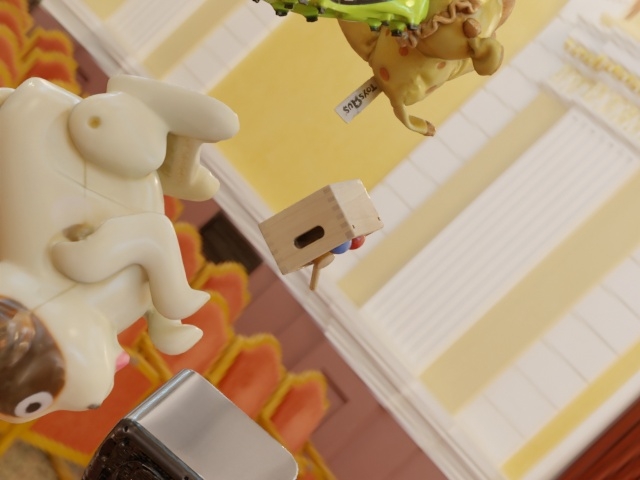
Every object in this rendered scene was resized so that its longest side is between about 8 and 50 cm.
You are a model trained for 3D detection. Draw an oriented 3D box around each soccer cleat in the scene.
[{"bbox_3d":[0.012,-0.216,0.869,0.178,0.072,0.060,4,-4,-32],"label":"soccer cleat"}]

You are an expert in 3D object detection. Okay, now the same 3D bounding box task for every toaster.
[{"bbox_3d":[-0.134,0.231,0.984,0.185,0.168,0.110,39,38,7],"label":"toaster"}]

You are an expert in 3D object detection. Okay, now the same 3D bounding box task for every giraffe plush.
[{"bbox_3d":[0.108,-0.212,0.989,0.181,0.210,0.170,33,-23,-13],"label":"giraffe plush"}]

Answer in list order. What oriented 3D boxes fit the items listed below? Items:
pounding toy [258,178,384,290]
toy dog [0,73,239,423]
[{"bbox_3d":[0.000,0.000,1.335,0.100,0.141,0.130,63,23,4],"label":"pounding toy"},{"bbox_3d":[-0.307,0.016,1.262,0.395,0.408,0.284,21,-24,-15],"label":"toy dog"}]
